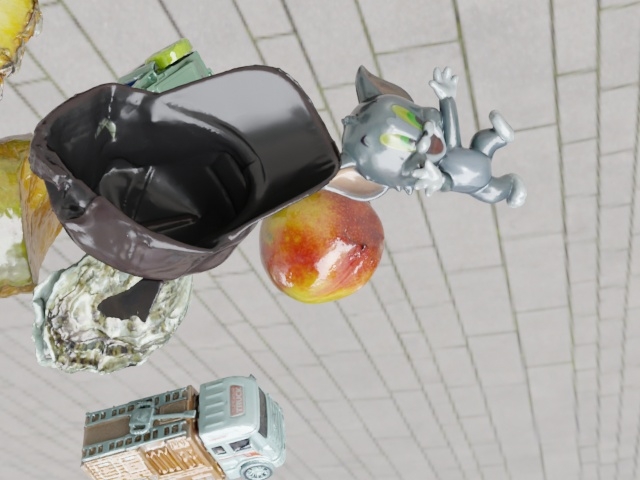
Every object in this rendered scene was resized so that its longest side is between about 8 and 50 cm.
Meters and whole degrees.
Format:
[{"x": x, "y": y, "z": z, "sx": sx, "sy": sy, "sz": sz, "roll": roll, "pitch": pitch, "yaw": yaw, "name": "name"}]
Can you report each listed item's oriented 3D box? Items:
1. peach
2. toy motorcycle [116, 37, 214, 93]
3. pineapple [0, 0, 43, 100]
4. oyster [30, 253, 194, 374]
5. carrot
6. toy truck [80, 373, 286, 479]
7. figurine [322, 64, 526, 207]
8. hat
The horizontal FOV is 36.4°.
[{"x": 0.000, "y": 0.000, "z": 1.717, "sx": 0.231, "sy": 0.230, "sz": 0.231, "roll": -2, "pitch": 152, "yaw": -1, "name": "peach"}, {"x": -0.326, "y": -0.213, "z": 1.765, "sx": 0.200, "sy": 0.326, "sz": 0.191, "roll": -14, "pitch": 112, "yaw": 39, "name": "toy motorcycle"}, {"x": -0.521, "y": -0.353, "z": 1.484, "sx": 0.158, "sy": 0.334, "sz": 0.161, "roll": -35, "pitch": 170, "yaw": -21, "name": "pineapple"}, {"x": -0.276, "y": 0.078, "z": 1.356, "sx": 0.268, "sy": 0.198, "sz": 0.112, "roll": -21, "pitch": -156, "yaw": -36, "name": "oyster"}, {"x": -0.508, "y": -0.026, "z": 1.445, "sx": 0.341, "sy": 0.241, "sz": 0.241, "roll": -12, "pitch": 156, "yaw": -20, "name": "carrot"}, {"x": -0.218, "y": 0.310, "z": 1.537, "sx": 0.306, "sy": 0.136, "sz": 0.162, "roll": -16, "pitch": 135, "yaw": 10, "name": "toy truck"}, {"x": 0.148, "y": -0.127, "z": 1.277, "sx": 0.265, "sy": 0.193, "sz": 0.140, "roll": 17, "pitch": 168, "yaw": -27, "name": "figurine"}, {"x": -0.151, "y": -0.051, "z": 1.105, "sx": 0.336, "sy": 0.238, "sz": 0.209, "roll": -14, "pitch": 152, "yaw": -22, "name": "hat"}]
